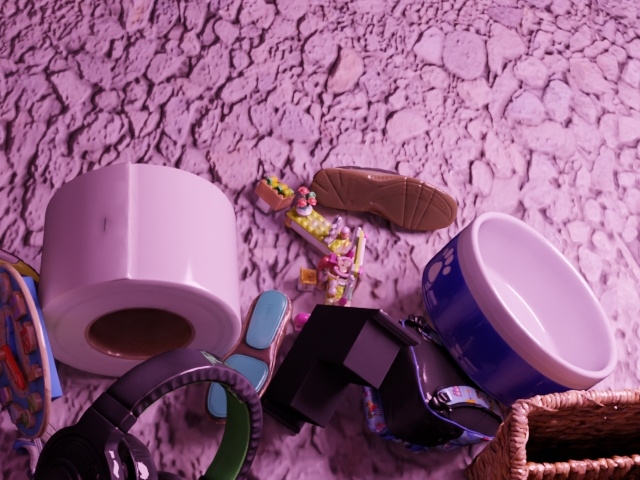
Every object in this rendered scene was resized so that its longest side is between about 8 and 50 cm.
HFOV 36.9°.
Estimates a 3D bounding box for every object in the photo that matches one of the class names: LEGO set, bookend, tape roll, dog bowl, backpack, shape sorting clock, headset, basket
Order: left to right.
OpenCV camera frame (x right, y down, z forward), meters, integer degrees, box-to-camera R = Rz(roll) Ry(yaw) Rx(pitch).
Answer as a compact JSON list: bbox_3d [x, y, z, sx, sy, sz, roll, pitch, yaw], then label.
[{"bbox_3d":[-0.355,0.129,1.112,0.040,0.206,0.206,-9,56,-38],"label":"shape sorting clock"},{"bbox_3d":[-0.235,0.284,1.050,0.185,0.243,0.394,26,69,38],"label":"headset"},{"bbox_3d":[-0.223,0.044,1.193,0.246,0.246,0.169,1,56,-11],"label":"tape roll"},{"bbox_3d":[0.000,0.000,1.353,0.132,0.107,0.287,-6,57,-16],"label":"LEGO set"},{"bbox_3d":[0.020,0.163,1.179,0.072,0.157,0.156,38,71,-23],"label":"bookend"},{"bbox_3d":[0.149,0.199,1.235,0.173,0.117,0.158,27,35,-36],"label":"backpack"},{"bbox_3d":[0.263,0.094,1.270,0.265,0.104,0.265,31,34,-24],"label":"dog bowl"},{"bbox_3d":[0.350,0.313,1.133,0.299,0.223,0.213,0,55,-13],"label":"basket"}]

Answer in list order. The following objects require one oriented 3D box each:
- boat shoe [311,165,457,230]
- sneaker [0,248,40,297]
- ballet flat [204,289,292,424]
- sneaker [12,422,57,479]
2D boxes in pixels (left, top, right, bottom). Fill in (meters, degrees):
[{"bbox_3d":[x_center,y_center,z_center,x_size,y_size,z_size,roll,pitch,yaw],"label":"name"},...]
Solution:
[{"bbox_3d":[0.095,-0.073,1.445,0.223,0.080,0.073,11,21,-7],"label":"boat shoe"},{"bbox_3d":[-0.494,0.072,1.217,0.300,0.111,0.121,4,65,-3],"label":"sneaker"},{"bbox_3d":[-0.089,0.160,1.247,0.073,0.067,0.206,22,56,11],"label":"ballet flat"},{"bbox_3d":[-0.314,0.272,1.139,0.135,0.052,0.058,39,66,25],"label":"sneaker"}]
